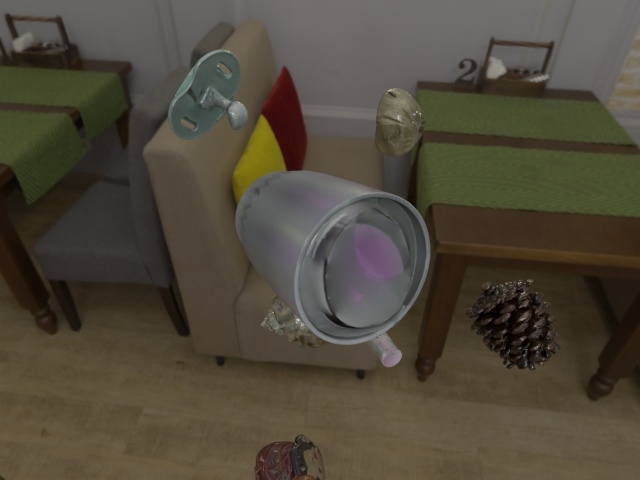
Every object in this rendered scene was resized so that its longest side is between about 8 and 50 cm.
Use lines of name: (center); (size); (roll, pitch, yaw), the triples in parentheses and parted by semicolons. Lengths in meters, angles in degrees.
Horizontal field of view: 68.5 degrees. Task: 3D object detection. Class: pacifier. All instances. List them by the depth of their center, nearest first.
pacifier: (-0.155, -0.205, 0.716); (0.117, 0.127, 0.150); (36, 90, 16)

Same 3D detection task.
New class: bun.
bun: (0.203, -0.290, 1.173); (0.114, 0.166, 0.173); (14, 10, 19)

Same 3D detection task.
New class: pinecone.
pinecone: (0.546, 0.228, 1.320); (0.224, 0.224, 0.272); (-33, 81, -34)

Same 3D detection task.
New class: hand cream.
hand cream: (0.159, 0.296, 1.567); (0.111, 0.070, 0.312); (-18, 32, -14)

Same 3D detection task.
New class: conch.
conch: (-0.003, 0.186, 1.185); (0.292, 0.158, 0.210); (-6, 3, 2)

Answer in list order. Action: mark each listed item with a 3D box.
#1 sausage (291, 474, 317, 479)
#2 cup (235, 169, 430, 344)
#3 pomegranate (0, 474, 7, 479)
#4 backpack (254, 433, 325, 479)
sausage: (-0.097, 0.686, 1.075); (0.121, 0.121, 0.304); (30, 65, 29)
cup: (0.000, 0.000, 0.864); (0.253, 0.253, 0.371); (-19, 26, -22)
pomegranate: (-0.598, 0.500, 0.816); (0.210, 0.179, 0.179); (36, 32, -26)
backpack: (-0.084, 0.636, 1.259); (0.229, 0.139, 0.229); (37, 21, -17)
